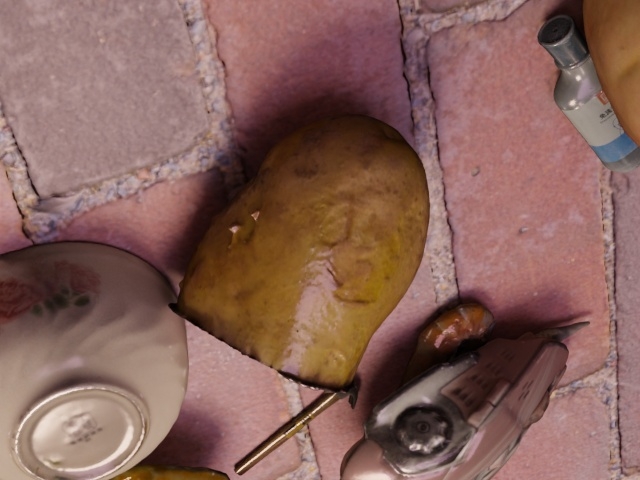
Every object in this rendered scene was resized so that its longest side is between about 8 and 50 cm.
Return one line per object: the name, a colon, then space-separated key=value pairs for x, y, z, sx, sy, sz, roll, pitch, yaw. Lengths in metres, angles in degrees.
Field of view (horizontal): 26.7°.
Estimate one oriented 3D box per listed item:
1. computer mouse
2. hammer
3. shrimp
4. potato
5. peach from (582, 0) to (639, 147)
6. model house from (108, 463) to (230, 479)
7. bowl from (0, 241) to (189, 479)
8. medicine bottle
computer mouse: x=0.185 y=0.220 z=1.582 sx=0.389 sy=0.115 sz=0.199 roll=-30 pitch=151 yaw=-17
hammer: x=-0.029 y=0.221 z=1.590 sx=0.182 sy=0.017 sz=0.062 roll=-40 pitch=129 yaw=11
shrimp: x=0.140 y=0.151 z=1.592 sx=0.101 sy=0.042 sz=0.190 roll=15 pitch=117 yaw=-39
potato: x=0.000 y=0.000 z=1.335 sx=0.229 sy=0.229 sz=0.266 roll=23 pitch=98 yaw=-34
peach: x=0.386 y=-0.208 z=1.292 sx=0.292 sy=0.247 sz=0.292 roll=-20 pitch=125 yaw=-31
model house: x=-0.224 y=0.338 z=1.478 sx=0.268 sy=0.173 sz=0.239 roll=17 pitch=119 yaw=-47
bowl: x=-0.256 y=0.152 z=1.363 sx=0.277 sy=0.145 sz=0.277 roll=-12 pitch=131 yaw=-14
medicine bottle: x=0.296 y=-0.157 z=1.419 sx=0.090 sy=0.054 sz=0.208 roll=-40 pitch=129 yaw=9
